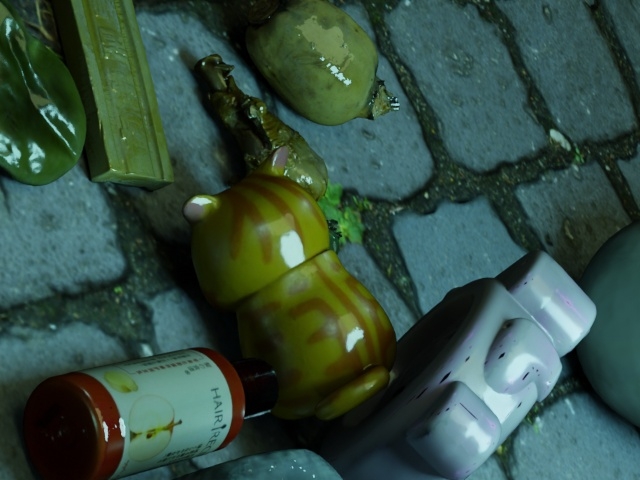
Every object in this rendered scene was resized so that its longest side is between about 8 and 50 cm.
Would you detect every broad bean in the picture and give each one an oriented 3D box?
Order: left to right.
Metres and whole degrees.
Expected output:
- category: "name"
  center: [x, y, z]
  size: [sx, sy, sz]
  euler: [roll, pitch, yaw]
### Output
- category: "broad bean"
  center: [-0.306, -0.147, 1.666]
  size: [0.153, 0.072, 0.207]
  euler: [-42, 103, -41]

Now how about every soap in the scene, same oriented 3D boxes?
- category: "soap"
  center: [-0.222, -0.174, 1.814]
  size: [0.092, 0.037, 0.252]
  euler: [8, 61, -49]

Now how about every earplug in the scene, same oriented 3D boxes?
- category: "earplug"
  center: [0.520, 0.117, 2.284]
  size: [0.394, 0.312, 0.312]
  euler: [11, 59, -45]

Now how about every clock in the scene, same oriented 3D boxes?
- category: "clock"
  center: [0.123, 0.167, 1.783]
  size: [0.113, 0.295, 0.322]
  euler: [46, 37, -6]

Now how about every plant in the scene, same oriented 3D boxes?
- category: "plant"
  center: [0.000, 0.000, 1.957]
  size: [0.051, 0.051, 0.102]
  euler: [51, 27, -14]

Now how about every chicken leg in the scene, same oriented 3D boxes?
- category: "chicken leg"
  center: [-0.076, -0.117, 1.922]
  size: [0.101, 0.085, 0.207]
  euler: [-34, 86, -42]

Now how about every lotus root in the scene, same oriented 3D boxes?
- category: "lotus root"
  center: [0.006, -0.206, 2.037]
  size: [0.221, 0.125, 0.118]
  euler: [40, 15, -19]

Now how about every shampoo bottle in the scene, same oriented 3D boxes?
- category: "shampoo bottle"
  center: [-0.145, 0.158, 1.629]
  size: [0.278, 0.104, 0.104]
  euler: [-9, 74, -52]

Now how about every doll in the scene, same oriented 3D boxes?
- category: "doll"
  center: [-0.031, 0.060, 1.792]
  size: [0.166, 0.162, 0.269]
  euler: [-31, 81, -39]

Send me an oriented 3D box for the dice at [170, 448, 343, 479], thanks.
- category: "dice"
  center: [-0.072, 0.297, 1.559]
  size: [0.183, 0.182, 0.181]
  euler: [-2, 70, -50]
